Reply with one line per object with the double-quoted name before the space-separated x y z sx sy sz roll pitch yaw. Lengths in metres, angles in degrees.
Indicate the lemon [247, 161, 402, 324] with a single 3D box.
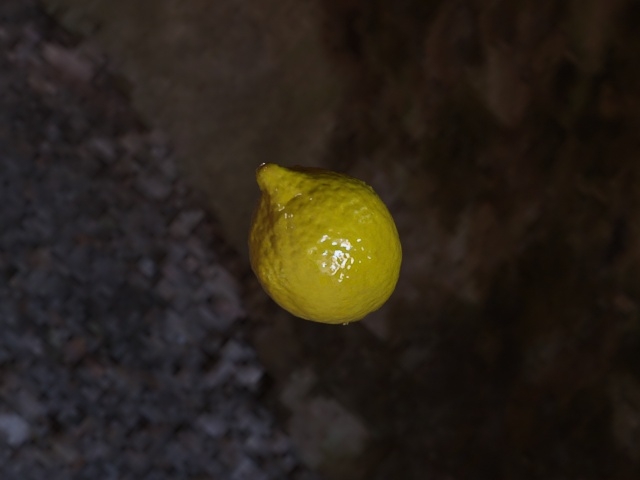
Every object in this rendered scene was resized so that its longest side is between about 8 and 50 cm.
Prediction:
"lemon" 0.000 0.000 0.827 0.092 0.065 0.065 57 2 -35
